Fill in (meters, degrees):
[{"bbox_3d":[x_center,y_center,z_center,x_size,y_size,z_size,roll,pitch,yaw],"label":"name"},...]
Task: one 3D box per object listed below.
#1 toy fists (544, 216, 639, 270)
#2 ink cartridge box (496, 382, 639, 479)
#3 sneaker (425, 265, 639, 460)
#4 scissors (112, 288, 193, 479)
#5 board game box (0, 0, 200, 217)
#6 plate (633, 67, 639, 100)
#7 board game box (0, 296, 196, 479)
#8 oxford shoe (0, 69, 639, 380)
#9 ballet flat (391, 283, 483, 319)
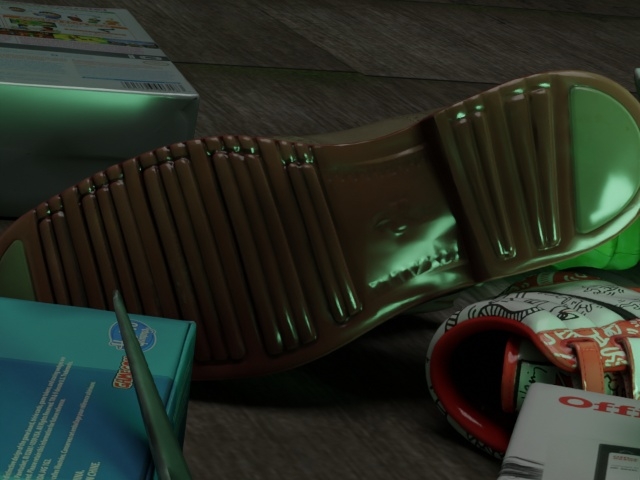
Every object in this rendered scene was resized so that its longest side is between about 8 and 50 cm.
[{"bbox_3d":[0.184,-0.043,1.295,0.142,0.096,0.279,17,17,25],"label":"toy fists"},{"bbox_3d":[0.129,0.132,0.671,0.148,0.086,0.203,10,17,9],"label":"ink cartridge box"},{"bbox_3d":[0.181,0.079,0.883,0.270,0.090,0.145,15,18,36],"label":"sneaker"},{"bbox_3d":[-0.031,0.117,0.600,0.109,0.021,0.297,42,13,-24],"label":"scissors"},{"bbox_3d":[-0.226,-0.102,1.309,0.224,0.097,0.303,4,18,-16],"label":"board game box"},{"bbox_3d":[0.355,-0.005,1.203,0.277,0.045,0.278,17,22,-21],"label":"plate"},{"bbox_3d":[-0.227,0.084,0.685,0.336,0.079,0.254,7,16,0],"label":"board game box"},{"bbox_3d":[0.000,0.000,0.979,0.348,0.123,0.130,-11,-1,-2],"label":"oxford shoe"},{"bbox_3d":[0.065,0.012,1.107,0.070,0.070,0.188,14,19,20],"label":"ballet flat"}]
